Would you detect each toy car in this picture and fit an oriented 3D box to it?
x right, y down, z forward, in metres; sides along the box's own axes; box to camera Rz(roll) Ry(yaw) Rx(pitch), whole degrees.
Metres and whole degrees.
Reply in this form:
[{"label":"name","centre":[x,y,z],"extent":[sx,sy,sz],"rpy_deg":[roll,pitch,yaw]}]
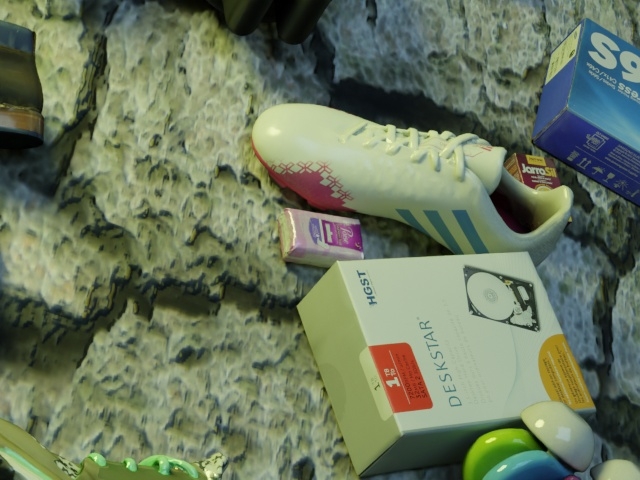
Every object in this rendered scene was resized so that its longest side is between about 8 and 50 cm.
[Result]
[{"label":"toy car","centre":[0.202,0.243,1.352],"extent":[0.182,0.159,0.136],"rpy_deg":[42,10,0]}]

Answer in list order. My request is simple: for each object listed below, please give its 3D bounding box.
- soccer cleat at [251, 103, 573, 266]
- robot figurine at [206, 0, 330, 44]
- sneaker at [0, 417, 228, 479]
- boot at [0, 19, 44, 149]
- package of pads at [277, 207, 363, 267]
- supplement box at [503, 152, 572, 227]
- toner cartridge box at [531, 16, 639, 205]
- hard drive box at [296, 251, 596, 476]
[{"label":"soccer cleat","centre":[0.099,-0.073,1.540],"extent":[0.331,0.143,0.116],"rpy_deg":[24,49,-16]},{"label":"robot figurine","centre":[-0.057,-0.339,1.617],"extent":[0.209,0.173,0.278],"rpy_deg":[41,33,-52]},{"label":"sneaker","centre":[-0.139,0.226,1.199],"extent":[0.410,0.158,0.182],"rpy_deg":[37,36,-15]},{"label":"boot","centre":[-0.341,-0.150,1.346],"extent":[0.219,0.082,0.106],"rpy_deg":[12,73,-37]},{"label":"package of pads","centre":[0.000,0.000,1.503],"extent":[0.083,0.032,0.050],"rpy_deg":[9,57,-27]},{"label":"supplement box","centre":[0.230,-0.046,1.672],"extent":[0.055,0.043,0.083],"rpy_deg":[5,56,-28]},{"label":"toner cartridge box","centre":[0.420,-0.104,1.810],"extent":[0.348,0.075,0.165],"rpy_deg":[29,49,-12]},{"label":"hard drive box","centre":[0.118,0.112,1.460],"extent":[0.232,0.089,0.181],"rpy_deg":[-4,60,-34]}]
